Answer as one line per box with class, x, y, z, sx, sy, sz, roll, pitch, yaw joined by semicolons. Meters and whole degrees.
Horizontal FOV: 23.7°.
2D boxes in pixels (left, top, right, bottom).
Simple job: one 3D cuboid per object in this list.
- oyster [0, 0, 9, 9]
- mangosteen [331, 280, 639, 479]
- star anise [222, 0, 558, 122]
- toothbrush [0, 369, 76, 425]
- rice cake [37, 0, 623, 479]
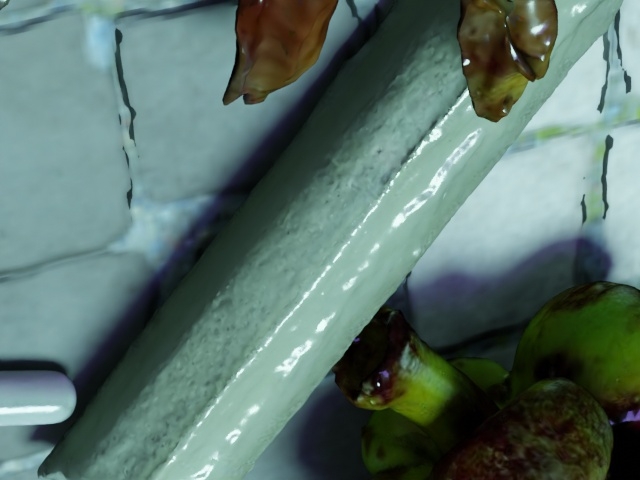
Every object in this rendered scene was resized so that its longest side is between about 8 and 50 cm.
oyster;-0.121;-0.083;0.275;0.221;0.096;0.361;5;149;-43
mangosteen;0.091;0.109;0.540;0.172;0.172;0.184;-4;104;-19
star anise;0.046;-0.132;0.373;0.288;0.088;0.288;3;121;6
toothbrush;-0.217;0.050;0.465;0.286;0.020;0.025;2;130;-22
rice cake;0.000;0.000;0.490;0.256;0.057;0.052;-52;155;13
